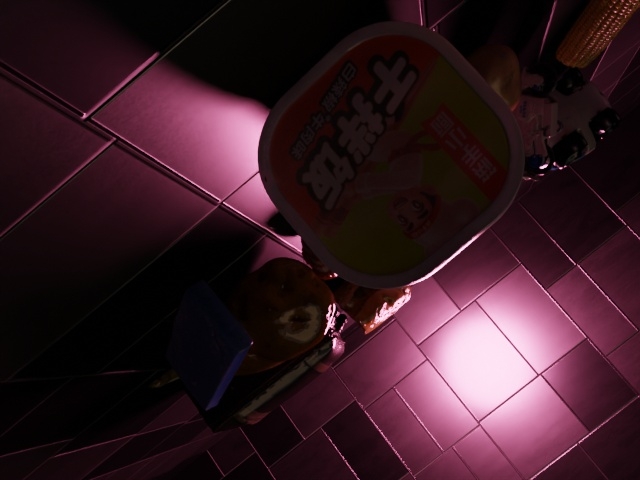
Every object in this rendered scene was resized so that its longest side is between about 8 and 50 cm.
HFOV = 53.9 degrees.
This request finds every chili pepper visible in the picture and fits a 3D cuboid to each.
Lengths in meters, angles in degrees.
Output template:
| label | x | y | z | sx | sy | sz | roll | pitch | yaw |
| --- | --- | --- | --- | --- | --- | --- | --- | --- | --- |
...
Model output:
| label | x | y | z | sx | sy | sz | roll | pitch | yaw |
| --- | --- | --- | --- | --- | --- | --- | --- | --- | --- |
| chili pepper | -0.280 | 0.268 | 1.384 | 0.208 | 0.043 | 0.049 | -37 | 178 | -5 |

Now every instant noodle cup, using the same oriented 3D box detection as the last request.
| label | x | y | z | sx | sy | sz | roll | pitch | yaw |
| --- | --- | --- | --- | --- | --- | --- | --- | --- | --- |
| instant noodle cup | 0.103 | -0.094 | 0.823 | 0.294 | 0.294 | 0.308 | -41 | 172 | 11 |

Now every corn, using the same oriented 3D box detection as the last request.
| label | x | y | z | sx | sy | sz | roll | pitch | yaw |
| --- | --- | --- | --- | --- | --- | --- | --- | --- | --- |
| corn | 0.525 | -0.415 | 1.162 | 0.081 | 0.081 | 0.248 | -32 | 164 | -22 |

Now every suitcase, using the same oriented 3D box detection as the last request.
| label | x | y | z | sx | sy | sz | roll | pitch | yaw |
| --- | --- | --- | --- | --- | --- | --- | --- | --- | --- |
| suitcase | -0.121 | 0.306 | 1.582 | 0.434 | 0.194 | 0.283 | -37 | 165 | -1 |

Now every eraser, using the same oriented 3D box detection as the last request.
| label | x | y | z | sx | sy | sz | roll | pitch | yaw |
| --- | --- | --- | --- | --- | --- | --- | --- | --- | --- |
| eraser | -0.211 | 0.200 | 1.137 | 0.043 | 0.144 | 0.312 | -31 | 164 | -34 |

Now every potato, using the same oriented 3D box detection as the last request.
| label | x | y | z | sx | sy | sz | roll | pitch | yaw |
| --- | --- | --- | --- | --- | --- | --- | --- | --- | --- |
| potato | -0.116 | 0.172 | 1.233 | 0.196 | 0.176 | 0.369 | -21 | 163 | -43 |
| potato | 0.270 | -0.250 | 1.009 | 0.112 | 0.112 | 0.147 | -40 | 159 | 7 |

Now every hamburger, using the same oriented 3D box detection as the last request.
| label | x | y | z | sx | sy | sz | roll | pitch | yaw |
| --- | --- | --- | --- | --- | --- | --- | --- | --- | --- |
| hamburger | 0.159 | 0.158 | 1.857 | 0.209 | 0.162 | 0.330 | -40 | 163 | -3 |

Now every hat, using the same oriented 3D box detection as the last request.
| label | x | y | z | sx | sy | sz | roll | pitch | yaw |
| --- | --- | --- | --- | --- | --- | --- | --- | --- | --- |
| hat | 0.000 | 0.000 | 1.155 | 0.112 | 0.094 | 0.162 | -63 | 162 | -11 |

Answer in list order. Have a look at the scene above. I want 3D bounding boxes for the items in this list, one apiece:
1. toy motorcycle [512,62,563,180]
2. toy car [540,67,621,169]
| label | x | y | z | sx | sy | sz | roll | pitch | yaw |
| --- | --- | --- | --- | --- | --- | --- | --- | --- | --- |
| toy motorcycle | 0.383 | -0.227 | 1.217 | 0.150 | 0.221 | 0.102 | 9 | -161 | 41 |
| toy car | 0.550 | -0.265 | 1.471 | 0.255 | 0.188 | 0.190 | -35 | 172 | -20 |
